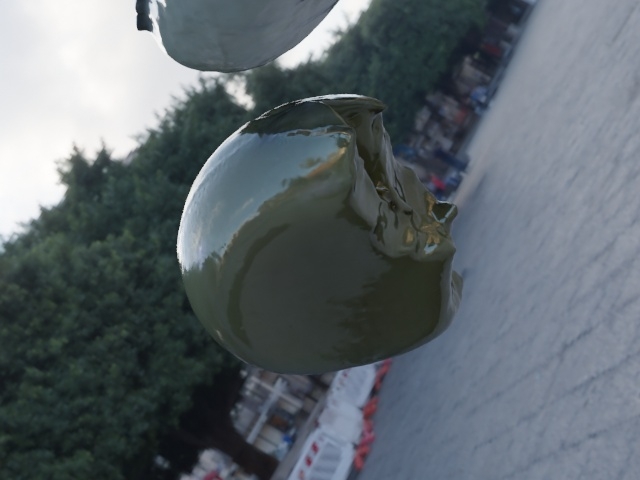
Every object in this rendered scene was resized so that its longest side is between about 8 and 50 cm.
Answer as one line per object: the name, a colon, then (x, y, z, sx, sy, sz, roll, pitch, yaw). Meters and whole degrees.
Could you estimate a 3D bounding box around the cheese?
cheese: (0.000, 0.000, 0.590, 0.202, 0.175, 0.091, 78, 180, -49)

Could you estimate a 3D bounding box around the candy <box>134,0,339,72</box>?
candy: (-0.010, -0.296, 0.596, 0.427, 0.186, 0.386, -140, 62, -85)
